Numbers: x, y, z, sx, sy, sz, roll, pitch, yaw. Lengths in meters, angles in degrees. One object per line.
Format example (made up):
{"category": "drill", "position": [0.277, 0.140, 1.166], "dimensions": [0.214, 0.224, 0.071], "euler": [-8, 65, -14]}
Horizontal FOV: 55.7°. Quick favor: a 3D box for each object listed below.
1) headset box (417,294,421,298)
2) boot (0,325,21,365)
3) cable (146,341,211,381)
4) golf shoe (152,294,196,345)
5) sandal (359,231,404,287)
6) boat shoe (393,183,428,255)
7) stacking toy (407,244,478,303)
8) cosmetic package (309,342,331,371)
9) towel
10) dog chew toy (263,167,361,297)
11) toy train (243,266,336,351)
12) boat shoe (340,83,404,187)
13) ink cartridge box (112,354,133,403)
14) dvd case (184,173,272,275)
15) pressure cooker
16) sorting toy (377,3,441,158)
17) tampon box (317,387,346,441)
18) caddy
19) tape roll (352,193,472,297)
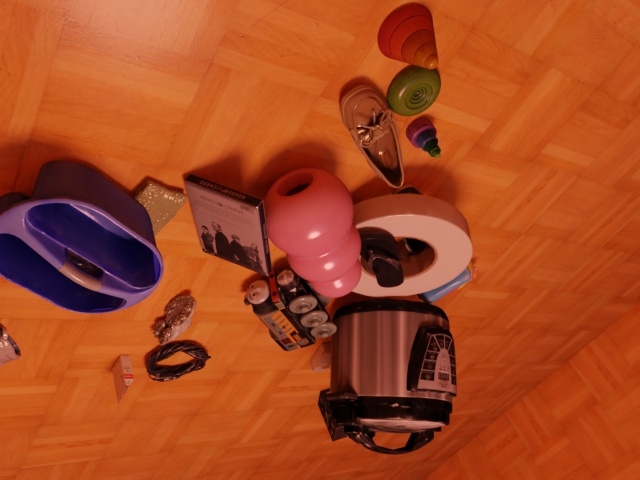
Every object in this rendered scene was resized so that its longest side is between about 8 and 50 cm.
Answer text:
{"category": "headset box", "position": [0.358, 0.152, 1.978], "dimensions": [0.062, 0.032, 0.083], "euler": [-3, 139, -28]}
{"category": "boot", "position": [-0.758, 0.211, 1.334], "dimensions": [0.123, 0.095, 0.258], "euler": [-23, 152, -16]}
{"category": "cable", "position": [-0.405, 0.340, 1.736], "dimensions": [0.184, 0.047, 0.151], "euler": [-7, 134, -21]}
{"category": "golf shoe", "position": [-0.365, 0.200, 1.585], "dimensions": [0.176, 0.069, 0.086], "euler": [-45, 160, 28]}
{"category": "sandal", "position": [0.160, 0.057, 1.524], "dimensions": [0.097, 0.055, 0.254], "euler": [-14, 142, 18]}
{"category": "boat shoe", "position": [0.247, -0.047, 1.630], "dimensions": [0.095, 0.079, 0.255], "euler": [-16, 141, -1]}
{"category": "stacking toy", "position": [0.411, 0.090, 1.858], "dimensions": [0.175, 0.166, 0.301], "euler": [-36, 155, 28]}
{"category": "cosmetic package", "position": [0.013, 0.396, 2.053], "dimensions": [0.060, 0.041, 0.115], "euler": [0, 136, -31]}
{"category": "towel", "position": [-0.363, -0.063, 1.283], "dimensions": [0.110, 0.027, 0.148], "euler": [22, 123, -44]}
{"category": "dog chew toy", "position": [0.000, 0.000, 1.387], "dimensions": [0.206, 0.207, 0.332], "euler": [-26, 125, -2]}
{"category": "toy train", "position": [-0.079, 0.195, 1.686], "dimensions": [0.190, 0.142, 0.334], "euler": [-21, 144, 8]}
{"category": "boat shoe", "position": [0.129, -0.226, 1.334], "dimensions": [0.104, 0.089, 0.285], "euler": [-31, 143, 7]}
{"category": "ink cartridge box", "position": [-0.530, 0.374, 1.633], "dimensions": [0.029, 0.115, 0.063], "euler": [11, 129, -39]}
{"category": "dvd case", "position": [-0.197, -0.028, 1.327], "dimensions": [0.030, 0.179, 0.239], "euler": [-58, 160, -35]}
{"category": "pressure cooker", "position": [0.210, 0.412, 1.797], "dimensions": [0.369, 0.421, 0.375], "euler": [1, 160, 5]}
{"category": "sorting toy", "position": [0.218, -0.302, 1.267], "dimensions": [0.127, 0.126, 0.366], "euler": [-25, 143, -3]}
{"category": "tampon box", "position": [0.068, 0.652, 2.296], "dimensions": [0.101, 0.161, 0.120], "euler": [-13, 142, -18]}
{"category": "caddy", "position": [-0.461, 0.014, 1.163], "dimensions": [0.241, 0.179, 0.341], "euler": [-32, 138, 13]}
{"category": "tape roll", "position": [0.199, 0.025, 1.590], "dimensions": [0.391, 0.072, 0.392], "euler": [-1, 145, -1]}
